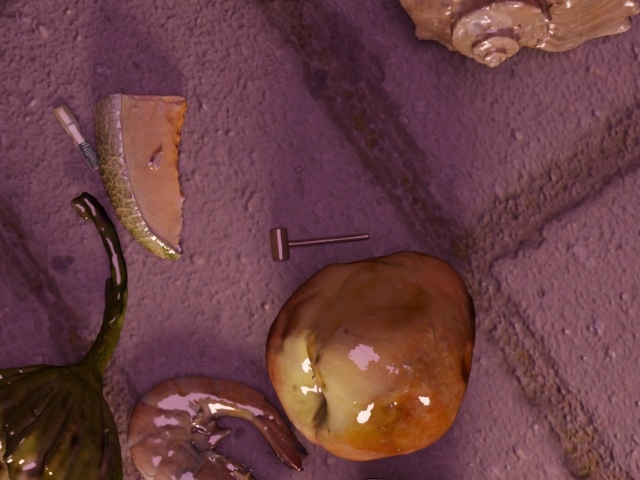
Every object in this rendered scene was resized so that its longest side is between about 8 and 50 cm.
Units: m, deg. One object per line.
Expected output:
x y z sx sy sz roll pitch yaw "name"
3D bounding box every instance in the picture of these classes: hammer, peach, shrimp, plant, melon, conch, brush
0.000 0.000 1.782 0.110 0.019 0.036 -6 86 -8 "hammer"
0.070 0.114 1.685 0.235 0.214 0.214 -31 89 -26 "peach"
-0.086 0.235 1.740 0.254 0.059 0.145 24 74 2 "shrimp"
-0.245 0.149 1.681 0.251 0.180 0.333 44 74 -23 "plant"
-0.194 -0.070 1.760 0.098 0.054 0.182 2 86 -27 "melon"
0.241 -0.347 1.744 0.297 0.210 0.352 15 86 -18 "conch"
-0.266 -0.114 1.771 0.016 0.013 0.084 -33 87 -4 "brush"

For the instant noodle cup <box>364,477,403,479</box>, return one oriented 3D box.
0.090 0.352 1.703 0.168 0.168 0.185 10 77 -4 "instant noodle cup"
